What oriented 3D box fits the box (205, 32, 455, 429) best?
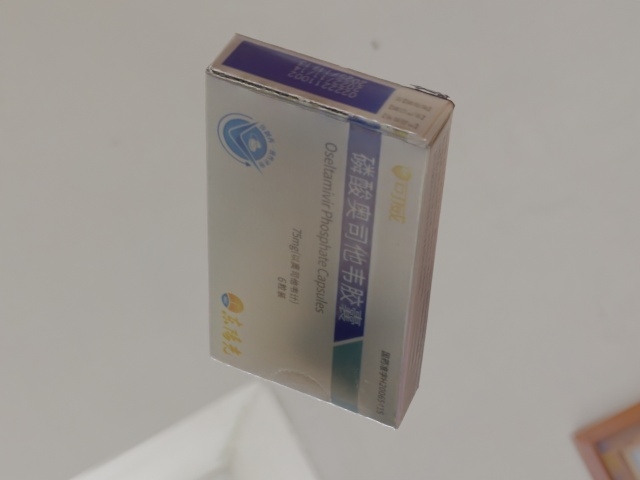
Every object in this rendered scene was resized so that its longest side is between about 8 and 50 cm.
[{"bbox_3d":[0.000,0.000,1.343,0.343,0.200,0.065,93,-156,-43],"label":"box"}]
